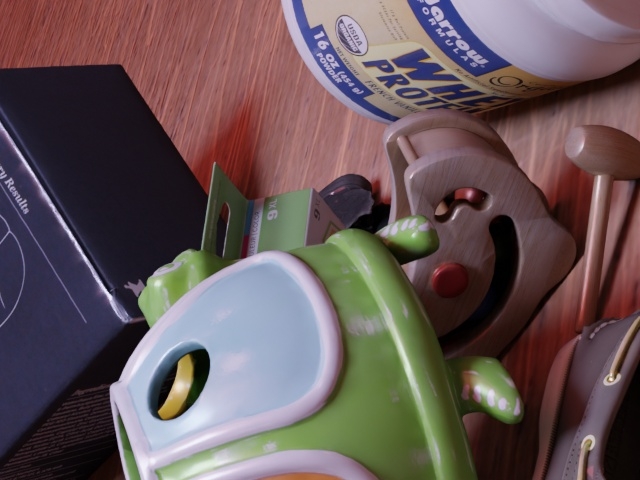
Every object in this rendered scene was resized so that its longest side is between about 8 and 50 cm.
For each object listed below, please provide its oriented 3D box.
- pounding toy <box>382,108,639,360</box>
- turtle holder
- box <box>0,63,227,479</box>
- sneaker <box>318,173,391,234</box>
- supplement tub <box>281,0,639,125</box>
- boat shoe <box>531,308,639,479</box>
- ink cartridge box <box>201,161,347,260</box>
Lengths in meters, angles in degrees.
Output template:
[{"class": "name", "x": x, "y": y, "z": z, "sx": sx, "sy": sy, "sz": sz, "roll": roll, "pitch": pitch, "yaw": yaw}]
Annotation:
[{"class": "pounding toy", "x": 0.106, "y": 0.011, "z": 1.347, "sx": 0.269, "sy": 0.154, "sz": 0.155, "roll": -55, "pitch": 27, "yaw": 18}, {"class": "turtle holder", "x": -0.021, "y": 0.100, "z": 1.219, "sx": 0.243, "sy": 0.227, "sz": 0.320, "roll": 97, "pitch": 156, "yaw": -62}, {"class": "box", "x": -0.297, "y": 0.062, "z": 1.832, "sx": 0.395, "sy": 0.212, "sz": 0.293, "roll": -45, "pitch": 69, "yaw": 33}, {"class": "sneaker", "x": 0.002, "y": 0.001, "z": 1.665, "sx": 0.170, "sy": 0.051, "sz": 0.089, "roll": -42, "pitch": 28, "yaw": 31}, {"class": "supplement tub", "x": 0.136, "y": -0.219, "z": 1.422, "sx": 0.316, "sy": 0.228, "sz": 0.228, "roll": -13, "pitch": 54, "yaw": 58}, {"class": "boat shoe", "x": 0.180, "y": 0.170, "z": 1.112, "sx": 0.091, "sy": 0.109, "sz": 0.305, "roll": -40, "pitch": 30, "yaw": 48}, {"class": "ink cartridge box", "x": -0.015, "y": 0.032, "z": 1.487, "sx": 0.062, "sy": 0.209, "sz": 0.109, "roll": -12, "pitch": 51, "yaw": 25}]
